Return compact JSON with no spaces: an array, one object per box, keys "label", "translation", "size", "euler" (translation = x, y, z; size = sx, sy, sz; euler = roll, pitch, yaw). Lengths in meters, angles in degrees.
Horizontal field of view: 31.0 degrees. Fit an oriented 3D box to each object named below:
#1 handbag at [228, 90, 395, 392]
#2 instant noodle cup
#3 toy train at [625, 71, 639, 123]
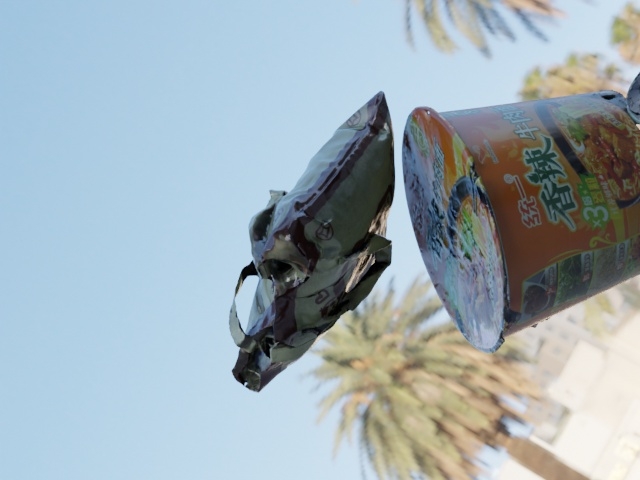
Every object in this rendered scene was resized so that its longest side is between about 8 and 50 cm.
[{"label":"handbag","translation":[0.000,0.000,1.071],"size":[0.235,0.127,0.213],"euler":[-48,-22,-44]},{"label":"instant noodle cup","translation":[0.198,-0.031,1.052],"size":[0.182,0.230,0.230],"euler":[-16,-41,-12]},{"label":"toy train","translation":[0.319,-0.162,0.838],"size":[0.234,0.052,0.051],"euler":[-44,-35,7]}]
